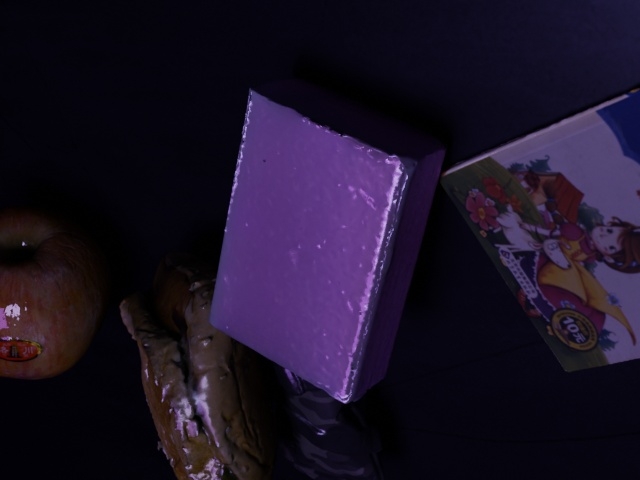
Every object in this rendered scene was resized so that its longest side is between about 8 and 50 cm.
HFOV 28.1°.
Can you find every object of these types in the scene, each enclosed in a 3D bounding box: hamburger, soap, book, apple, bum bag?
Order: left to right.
[{"bbox_3d":[-0.357,0.065,1.549,0.211,0.211,0.188,27,136,24],"label":"apple"},{"bbox_3d":[-0.124,0.157,1.401,0.265,0.134,0.285,31,139,65],"label":"hamburger"},{"bbox_3d":[0.000,0.151,1.379,0.144,0.095,0.340,24,134,34],"label":"bum bag"},{"bbox_3d":[0.001,-0.001,1.195,0.181,0.081,0.259,26,121,26],"label":"soap"},{"bbox_3d":[0.262,-0.008,1.049,0.322,0.018,0.228,-23,106,51],"label":"book"}]
